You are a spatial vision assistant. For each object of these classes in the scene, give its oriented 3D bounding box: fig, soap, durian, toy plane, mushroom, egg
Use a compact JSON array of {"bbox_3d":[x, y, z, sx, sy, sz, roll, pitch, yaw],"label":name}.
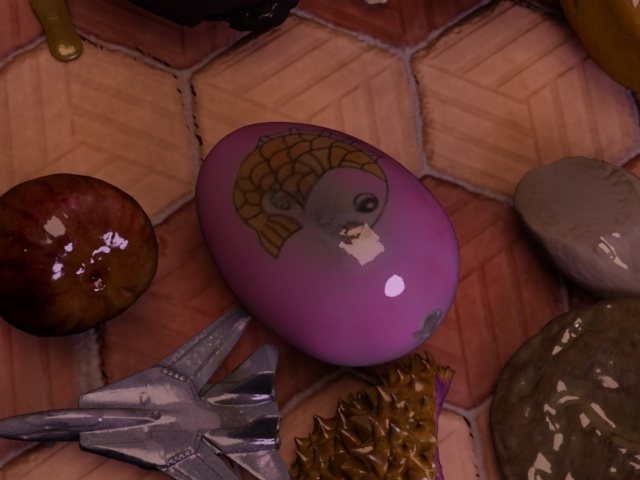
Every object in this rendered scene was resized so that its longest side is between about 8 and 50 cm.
[{"bbox_3d":[-0.251,0.014,1.600,0.202,0.148,0.149,-8,26,28],"label":"fig"},{"bbox_3d":[-0.263,-0.217,1.759,0.034,0.012,0.089,-20,71,-17],"label":"soap"},{"bbox_3d":[0.045,0.230,1.567,0.187,0.154,0.260,-19,61,10],"label":"durian"},{"bbox_3d":[-0.165,0.166,1.574,0.267,0.088,0.212,-6,62,-1],"label":"toy plane"},{"bbox_3d":[0.334,0.043,1.685,0.350,0.128,0.128,43,67,6],"label":"mushroom"},{"bbox_3d":[0.000,0.000,1.596,0.271,0.196,0.196,23,62,31],"label":"egg"}]

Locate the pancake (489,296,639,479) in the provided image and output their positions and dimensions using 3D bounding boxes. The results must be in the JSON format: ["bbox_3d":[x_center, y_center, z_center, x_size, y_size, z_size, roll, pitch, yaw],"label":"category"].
[{"bbox_3d":[0.262,0.163,1.604,0.242,0.050,0.242,-12,59,20],"label":"pancake"}]

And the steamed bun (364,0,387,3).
[{"bbox_3d":[0.060,-0.397,1.812,0.247,0.189,0.428,-16,64,-29],"label":"steamed bun"}]

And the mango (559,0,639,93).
[{"bbox_3d":[0.352,-0.318,1.822,0.253,0.182,0.365,7,77,-8],"label":"mango"}]

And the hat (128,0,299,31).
[{"bbox_3d":[-0.152,-0.368,1.707,0.238,0.209,0.336,-23,67,20],"label":"hat"}]
